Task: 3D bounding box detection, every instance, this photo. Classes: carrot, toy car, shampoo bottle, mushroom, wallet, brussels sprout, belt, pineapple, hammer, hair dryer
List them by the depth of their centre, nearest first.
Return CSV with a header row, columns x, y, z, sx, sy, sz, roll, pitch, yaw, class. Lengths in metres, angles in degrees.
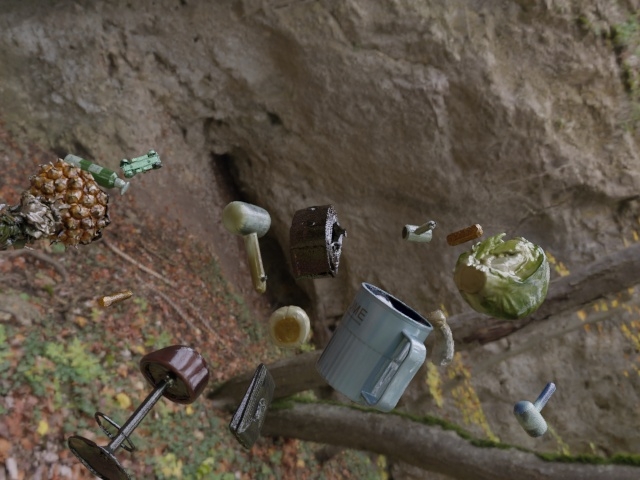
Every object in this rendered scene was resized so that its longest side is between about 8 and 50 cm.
x,y,z,sx,sy,sz,roll,pitch,yaw,class
0.235,-0.025,1.292,0.124,0.063,0.038,141,-47,-69,hair dryer
-0.729,-0.064,1.487,0.272,0.262,0.263,-55,134,-68,pineapple
0.000,0.000,1.744,0.289,0.164,0.184,-82,160,-57,belt
-0.693,-0.202,1.784,0.065,0.204,0.065,-158,-90,-89,shampoo bottle
0.687,0.518,1.805,0.116,0.194,0.069,54,-32,-4,hammer
-0.211,0.541,1.879,0.169,0.052,0.245,69,35,-45,wallet
-0.226,0.027,1.897,0.202,0.113,0.306,10,66,-64,hammer
-0.723,0.205,2.034,0.170,0.042,0.042,-17,93,-76,carrot
0.436,0.353,2.081,0.081,0.092,0.223,-112,-169,-63,mushroom
-0.654,-0.273,2.093,0.073,0.143,0.054,62,-19,14,toy car
0.688,0.156,2.180,0.276,0.371,0.315,51,-41,49,brussels sprout

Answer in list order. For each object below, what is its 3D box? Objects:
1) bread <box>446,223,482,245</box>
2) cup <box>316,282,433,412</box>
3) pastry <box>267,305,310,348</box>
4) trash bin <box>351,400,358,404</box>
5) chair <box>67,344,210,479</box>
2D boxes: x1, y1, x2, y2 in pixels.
x,y,z,sx,sy,sz,roll,pitch,yaw,class
0.535,-0.018,2.141,0.157,0.044,0.052,-25,-95,48,bread
0.184,0.348,1.788,0.331,0.311,0.256,36,7,35,cup
-0.113,0.309,2.055,0.092,0.156,0.156,-43,120,-81,pastry
0.168,0.603,2.202,0.043,0.092,0.061,72,31,-61,trash bin
-0.525,0.504,1.722,0.401,0.226,0.227,-52,140,-42,chair
